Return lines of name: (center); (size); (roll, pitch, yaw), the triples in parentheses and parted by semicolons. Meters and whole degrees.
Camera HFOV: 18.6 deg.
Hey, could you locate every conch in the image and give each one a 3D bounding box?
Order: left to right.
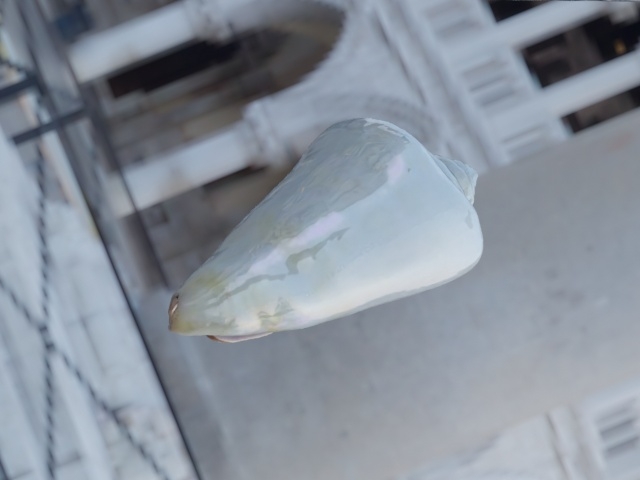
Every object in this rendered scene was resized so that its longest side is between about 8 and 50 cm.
conch: (0.006, 0.010, 0.918); (0.104, 0.176, 0.094); (4, -47, 55)
